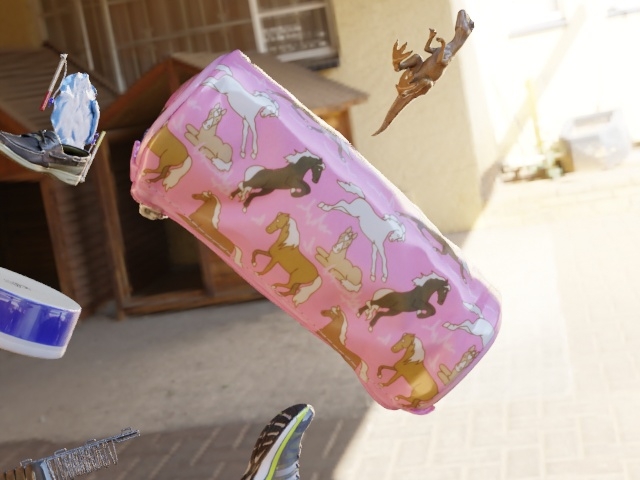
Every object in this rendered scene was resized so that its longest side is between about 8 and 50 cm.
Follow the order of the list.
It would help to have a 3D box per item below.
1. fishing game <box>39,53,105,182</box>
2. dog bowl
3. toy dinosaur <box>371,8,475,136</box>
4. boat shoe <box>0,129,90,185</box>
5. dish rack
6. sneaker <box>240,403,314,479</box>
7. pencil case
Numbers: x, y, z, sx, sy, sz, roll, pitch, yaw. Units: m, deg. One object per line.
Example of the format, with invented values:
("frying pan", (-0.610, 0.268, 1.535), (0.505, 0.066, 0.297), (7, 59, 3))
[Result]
("fishing game", (-0.508, -0.254, 2.010), (0.041, 0.189, 0.264), (9, -25, 13))
("dog bowl", (-0.607, 0.131, 1.915), (0.265, 0.104, 0.265), (24, 0, 0))
("toy dinosaur", (0.122, -0.199, 1.254), (0.211, 0.064, 0.112), (-47, -27, 20))
("boat shoe", (-0.482, -0.158, 1.706), (0.080, 0.073, 0.223), (37, 4, 25))
("dish rack", (-0.509, 0.459, 2.033), (0.271, 0.074, 0.208), (-12, -8, -41))
("sneaker", (-0.084, 0.476, 2.020), (0.121, 0.300, 0.111), (31, -11, -18))
("pencil case", (0.000, 0.000, 0.938), (0.167, 0.386, 0.160), (-44, 12, 28))
